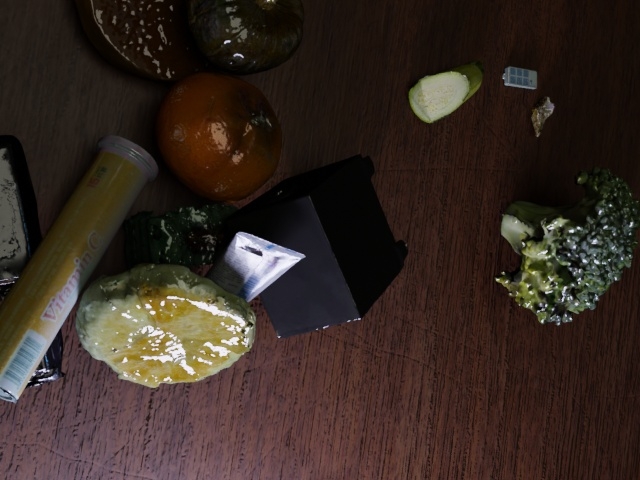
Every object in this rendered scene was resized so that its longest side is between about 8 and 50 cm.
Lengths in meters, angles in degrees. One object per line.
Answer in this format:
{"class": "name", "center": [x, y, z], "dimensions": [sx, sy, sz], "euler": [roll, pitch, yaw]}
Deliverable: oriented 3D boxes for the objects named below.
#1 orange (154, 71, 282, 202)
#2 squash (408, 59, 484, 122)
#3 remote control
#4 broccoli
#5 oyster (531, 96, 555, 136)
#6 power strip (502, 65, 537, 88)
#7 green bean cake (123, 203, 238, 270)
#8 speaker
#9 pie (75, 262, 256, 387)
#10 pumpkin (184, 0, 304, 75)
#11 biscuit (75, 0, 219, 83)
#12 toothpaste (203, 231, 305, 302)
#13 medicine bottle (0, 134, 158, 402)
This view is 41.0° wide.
{"class": "orange", "center": [-0.165, -0.174, 1.419], "dimensions": [0.224, 0.170, 0.223], "euler": [31, 48, -42]}
{"class": "squash", "center": [0.276, -0.317, 1.726], "dimensions": [0.200, 0.075, 0.090], "euler": [-35, 79, -25]}
{"class": "remote control", "center": [-0.493, 0.039, 1.326], "dimensions": [0.145, 0.062, 0.398], "euler": [-14, 97, -28]}
{"class": "broccoli", "center": [0.522, 0.020, 1.746], "dimensions": [0.334, 0.272, 0.323], "euler": [-39, 113, -33]}
{"class": "oyster", "center": [0.478, -0.272, 1.858], "dimensions": [0.093, 0.034, 0.051], "euler": [-55, 129, -29]}
{"class": "power strip", "center": [0.431, -0.350, 1.840], "dimensions": [0.090, 0.016, 0.040], "euler": [2, 88, -27]}
{"class": "green bean cake", "center": [-0.208, -0.005, 1.407], "dimensions": [0.209, 0.193, 0.107], "euler": [-8, 88, -29]}
{"class": "speaker", "center": [0.000, 0.000, 1.467], "dimensions": [0.254, 0.184, 0.232], "euler": [-43, 114, -57]}
{"class": "pie", "center": [-0.241, 0.136, 1.348], "dimensions": [0.307, 0.306, 0.071], "euler": [18, 47, -27]}
{"class": "pumpkin", "center": [-0.114, -0.381, 1.394], "dimensions": [0.219, 0.162, 0.218], "euler": [19, 62, -40]}
{"class": "biscuit", "center": [-0.251, -0.461, 1.451], "dimensions": [0.351, 0.070, 0.393], "euler": [8, 86, -34]}
{"class": "toothpaste", "center": [-0.148, 0.074, 1.380], "dimensions": [0.114, 0.299, 0.073], "euler": [23, 48, -23]}
{"class": "medicine bottle", "center": [-0.393, 0.034, 1.297], "dimensions": [0.108, 0.108, 0.425], "euler": [37, 61, -23]}
